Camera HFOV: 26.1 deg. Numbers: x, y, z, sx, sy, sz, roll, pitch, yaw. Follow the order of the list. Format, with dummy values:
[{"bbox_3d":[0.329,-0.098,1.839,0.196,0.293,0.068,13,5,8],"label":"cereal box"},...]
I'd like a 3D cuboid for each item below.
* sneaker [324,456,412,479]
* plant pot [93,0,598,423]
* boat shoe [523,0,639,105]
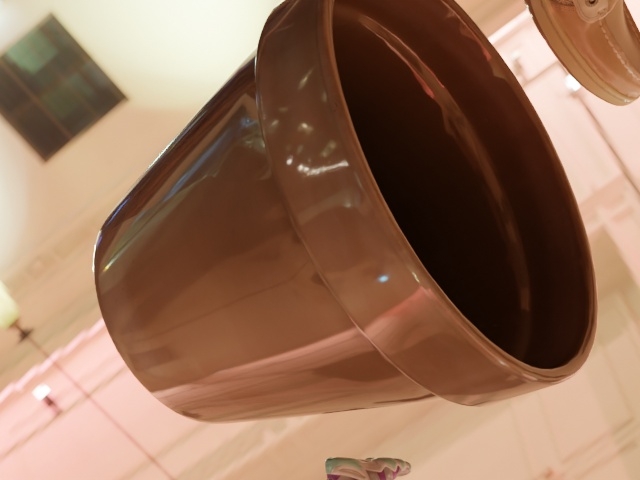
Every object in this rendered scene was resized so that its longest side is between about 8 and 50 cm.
[{"bbox_3d":[0.048,0.256,1.412,0.038,0.098,0.069,161,-69,-65],"label":"sneaker"},{"bbox_3d":[0.000,0.000,1.004,0.280,0.323,0.323,-28,-155,30],"label":"plant pot"},{"bbox_3d":[0.211,-0.232,1.123,0.098,0.302,0.109,-23,-145,26],"label":"boat shoe"}]
